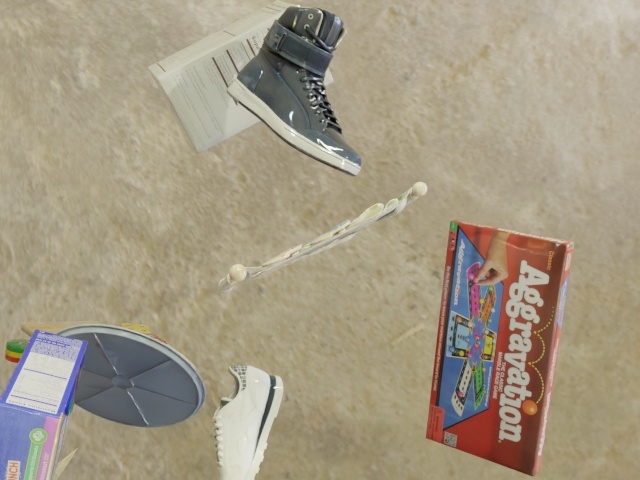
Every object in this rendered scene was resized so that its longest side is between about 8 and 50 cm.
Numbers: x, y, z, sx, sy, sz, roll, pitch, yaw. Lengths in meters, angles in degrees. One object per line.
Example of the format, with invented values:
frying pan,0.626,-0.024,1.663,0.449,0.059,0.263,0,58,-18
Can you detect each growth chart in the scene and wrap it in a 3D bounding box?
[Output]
growth chart,0.000,0.000,0.855,0.237,0.172,0.021,-25,87,-22

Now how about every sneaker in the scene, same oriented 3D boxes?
sneaker,-0.001,-0.196,1.054,0.163,0.226,0.086,-53,154,10
sneaker,-0.140,0.323,1.381,0.095,0.090,0.235,20,75,-20

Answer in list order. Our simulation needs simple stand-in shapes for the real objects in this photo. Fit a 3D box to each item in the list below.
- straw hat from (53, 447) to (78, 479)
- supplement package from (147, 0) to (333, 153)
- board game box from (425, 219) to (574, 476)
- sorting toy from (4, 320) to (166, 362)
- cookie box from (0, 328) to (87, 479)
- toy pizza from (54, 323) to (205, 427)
straw hat,-0.242,0.239,0.686,0.144,0.144,0.061,-37,90,-7
supplement package,-0.128,-0.263,1.332,0.244,0.139,0.133,-29,115,-6
board game box,0.207,0.125,0.996,0.027,0.145,0.281,-15,113,-54
sorting toy,-0.383,0.169,1.345,0.275,0.132,0.046,3,100,-42
cookie box,-0.187,0.123,0.547,0.040,0.107,0.091,14,107,-11
toy pizza,-0.236,0.160,1.021,0.201,0.032,0.201,7,136,7
